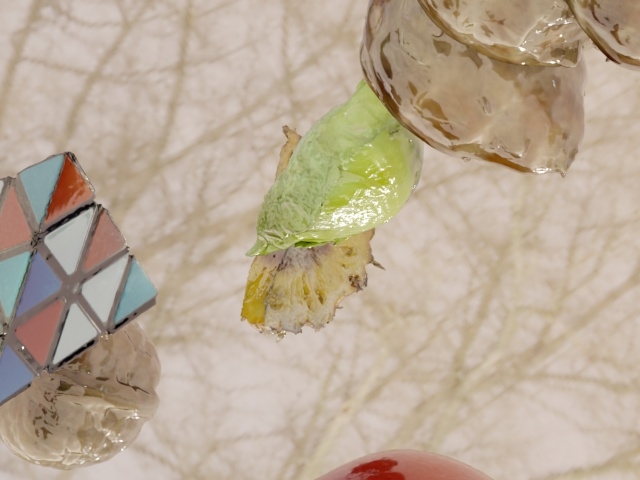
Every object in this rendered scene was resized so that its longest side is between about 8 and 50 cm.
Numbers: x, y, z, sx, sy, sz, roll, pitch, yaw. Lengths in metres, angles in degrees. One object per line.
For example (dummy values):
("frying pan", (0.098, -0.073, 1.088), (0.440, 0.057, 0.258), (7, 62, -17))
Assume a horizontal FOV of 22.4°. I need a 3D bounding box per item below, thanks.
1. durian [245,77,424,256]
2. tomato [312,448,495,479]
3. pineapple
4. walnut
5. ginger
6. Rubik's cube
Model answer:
("durian", (0.017, -0.062, 1.519), (0.250, 0.139, 0.101), (-51, -129, 54))
("tomato", (0.079, 0.353, 1.488), (0.321, 0.321, 0.321), (32, -43, 35))
("pineapple", (0.001, 0.000, 1.706), (0.079, 0.135, 0.233), (8, -99, 54))
("walnut", (-0.348, 0.196, 2.249), (0.248, 0.248, 0.248), (32, -43, 35))
("ginger", (0.127, -0.163, 1.104), (0.256, 0.176, 0.375), (55, -28, 6))
("Rubik's cube", (-0.344, 0.072, 1.661), (0.250, 0.234, 0.284), (6, -30, 14))
